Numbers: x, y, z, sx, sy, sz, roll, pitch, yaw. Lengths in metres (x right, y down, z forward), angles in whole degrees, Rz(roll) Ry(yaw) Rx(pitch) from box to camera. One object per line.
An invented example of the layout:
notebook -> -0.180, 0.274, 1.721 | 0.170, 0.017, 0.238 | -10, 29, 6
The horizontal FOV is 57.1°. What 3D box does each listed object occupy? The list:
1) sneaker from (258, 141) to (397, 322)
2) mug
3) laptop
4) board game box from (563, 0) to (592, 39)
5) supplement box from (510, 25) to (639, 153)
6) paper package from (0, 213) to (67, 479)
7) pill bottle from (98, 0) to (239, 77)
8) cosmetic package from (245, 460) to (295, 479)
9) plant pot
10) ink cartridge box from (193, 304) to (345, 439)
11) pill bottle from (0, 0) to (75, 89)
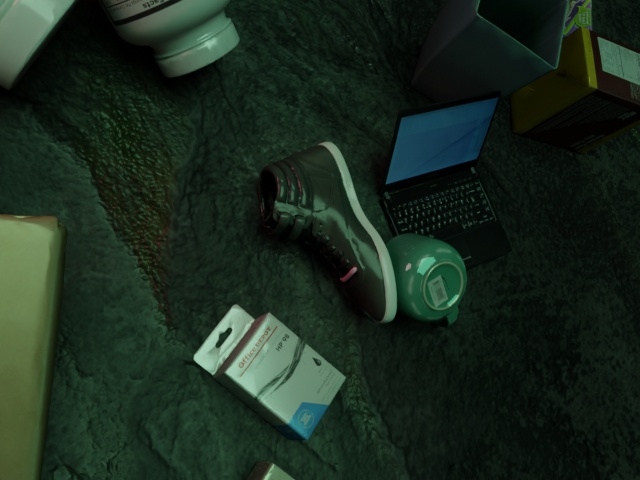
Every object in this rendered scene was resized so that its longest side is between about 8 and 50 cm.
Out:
sneaker -> 0.000, 0.000, 0.867 | 0.147, 0.104, 0.295 | -16, 76, -28
mug -> 0.169, 0.063, 0.905 | 0.158, 0.097, 0.129 | 19, 91, -28
laptop -> 0.234, -0.087, 0.986 | 0.234, 0.136, 0.264 | -18, 82, -29
board game box -> 0.440, -0.530, 1.204 | 0.056, 0.208, 0.346 | 39, 54, -52
supplement box -> 0.514, -0.285, 1.157 | 0.194, 0.191, 0.129 | 10, 70, -23
paper package -> -0.415, 0.126, 0.542 | 0.310, 0.168, 0.324 | 6, 84, -25
pill bottle -> -0.232, -0.391, 0.775 | 0.181, 0.182, 0.322 | -47, 128, -30
cosmetic package -> -0.086, 0.338, 0.736 | 0.041, 0.060, 0.115 | 41, 62, -10
plant pot -> 0.274, -0.342, 1.031 | 0.166, 0.234, 0.165 | 27, 65, -17
ink cartridge box -> -0.068, 0.174, 0.796 | 0.180, 0.060, 0.104 | 41, 61, -9
pill bottle -> -0.483, -0.361, 0.642 | 0.408, 0.229, 0.229 | 36, 61, -28
